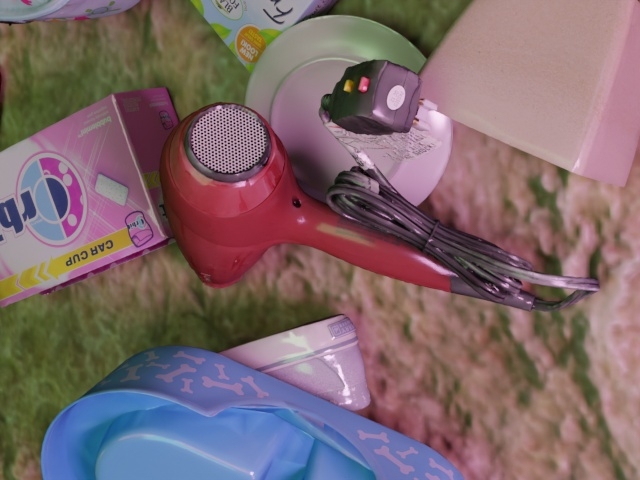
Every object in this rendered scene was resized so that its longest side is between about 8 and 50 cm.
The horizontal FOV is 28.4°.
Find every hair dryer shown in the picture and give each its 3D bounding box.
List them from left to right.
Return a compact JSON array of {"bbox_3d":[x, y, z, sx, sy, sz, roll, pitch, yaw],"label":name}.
[{"bbox_3d":[0.000,0.000,0.777,0.293,0.080,0.223,-3,138,49],"label":"hair dryer"}]

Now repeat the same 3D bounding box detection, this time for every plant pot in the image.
[{"bbox_3d":[0.130,-0.097,0.705,0.109,0.109,0.096,28,101,24],"label":"plant pot"}]

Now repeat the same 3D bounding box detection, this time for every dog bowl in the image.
[{"bbox_3d":[-0.029,0.169,0.818,0.297,0.074,0.166,24,126,3],"label":"dog bowl"}]

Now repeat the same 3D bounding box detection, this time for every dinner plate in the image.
[{"bbox_3d":[0.014,-0.073,0.808,0.141,0.017,0.141,7,113,17],"label":"dinner plate"}]

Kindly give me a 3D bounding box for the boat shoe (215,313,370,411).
[{"bbox_3d":[-0.065,0.120,0.882,0.227,0.079,0.081,-23,84,30],"label":"boat shoe"}]

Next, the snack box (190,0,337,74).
[{"bbox_3d":[-0.025,-0.191,0.814,0.100,0.037,0.141,52,122,12],"label":"snack box"}]

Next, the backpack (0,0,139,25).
[{"bbox_3d":[-0.223,-0.254,0.844,0.254,0.191,0.225,14,106,24],"label":"backpack"}]

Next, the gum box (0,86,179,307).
[{"bbox_3d":[-0.180,-0.028,0.930,0.188,0.062,0.107,-21,89,33],"label":"gum box"}]
